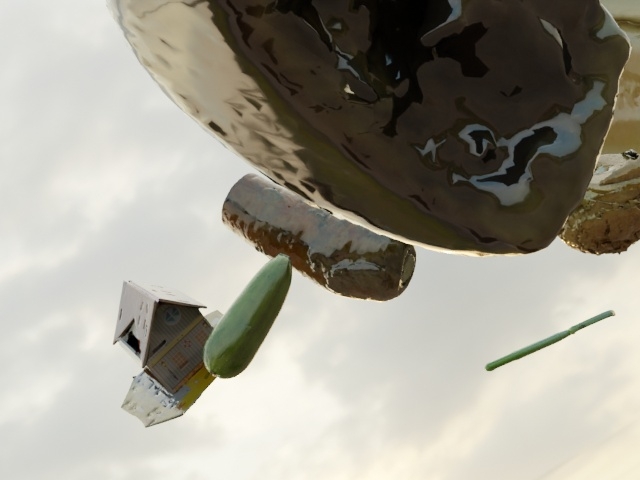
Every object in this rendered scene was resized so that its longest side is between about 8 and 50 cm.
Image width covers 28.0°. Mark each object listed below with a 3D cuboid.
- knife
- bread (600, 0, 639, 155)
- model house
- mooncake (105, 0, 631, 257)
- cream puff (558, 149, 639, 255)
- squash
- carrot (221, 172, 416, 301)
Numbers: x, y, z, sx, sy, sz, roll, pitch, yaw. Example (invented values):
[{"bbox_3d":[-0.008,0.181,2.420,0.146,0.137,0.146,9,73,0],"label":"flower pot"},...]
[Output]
[{"bbox_3d":[0.339,0.151,1.915,0.212,0.015,0.054,-26,-9,17],"label":"knife"},{"bbox_3d":[0.502,-0.258,2.080,0.376,0.347,0.253,8,8,39],"label":"bread"},{"bbox_3d":[-0.226,0.135,1.795,0.207,0.136,0.219,-42,21,-12],"label":"model house"},{"bbox_3d":[0.042,-0.186,0.980,0.394,0.393,0.246,83,-152,-64],"label":"mooncake"},{"bbox_3d":[0.290,-0.036,1.324,0.119,0.104,0.133,0,27,32],"label":"cream puff"},{"bbox_3d":[-0.092,0.098,1.684,0.201,0.066,0.066,-60,-8,-31],"label":"squash"},{"bbox_3d":[0.000,0.000,1.959,0.138,0.302,0.138,-48,-27,-35],"label":"carrot"}]
